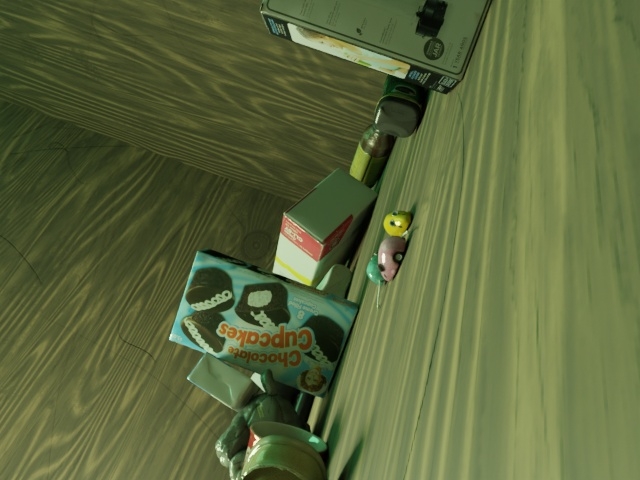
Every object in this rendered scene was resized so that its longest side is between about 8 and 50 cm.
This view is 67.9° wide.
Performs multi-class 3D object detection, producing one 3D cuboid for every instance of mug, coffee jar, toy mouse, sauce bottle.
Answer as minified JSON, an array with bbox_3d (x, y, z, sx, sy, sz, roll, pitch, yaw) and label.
[{"bbox_3d":[-0.067,0.353,0.642,0.150,0.113,0.169,88,-162,-83],"label":"mug"},{"bbox_3d":[0.174,-0.297,1.028,0.184,0.096,0.079,-69,-5,-47],"label":"coffee jar"},{"bbox_3d":[0.089,0.023,0.655,0.161,0.031,0.143,95,-166,-87],"label":"toy mouse"},{"bbox_3d":[0.181,-0.306,1.572,0.344,0.112,0.111,112,179,-59],"label":"sauce bottle"}]

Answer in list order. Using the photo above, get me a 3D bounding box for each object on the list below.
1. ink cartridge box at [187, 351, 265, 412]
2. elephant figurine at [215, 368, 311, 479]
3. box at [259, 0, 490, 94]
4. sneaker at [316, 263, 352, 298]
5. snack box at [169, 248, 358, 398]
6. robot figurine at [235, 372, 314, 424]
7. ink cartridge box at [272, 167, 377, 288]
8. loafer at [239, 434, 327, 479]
[{"bbox_3d":[-0.172,0.282,0.911,0.060,0.104,0.180,-57,-17,-21],"label":"ink cartridge box"},{"bbox_3d":[-0.093,0.393,0.872,0.186,0.169,0.239,-40,-30,-21],"label":"elephant figurine"},{"bbox_3d":[0.081,-0.340,0.669,0.087,0.290,0.169,-65,-7,-85],"label":"box"},{"bbox_3d":[0.004,0.194,1.292,0.256,0.094,0.151,-55,-6,-48],"label":"sneaker"},{"bbox_3d":[-0.109,0.157,0.920,0.060,0.322,0.187,-44,-27,-82],"label":"snack box"},{"bbox_3d":[-0.119,0.423,1.231,0.209,0.174,0.278,109,-178,-55],"label":"robot figurine"},{"bbox_3d":[0.000,0.000,1.534,0.279,0.160,0.384,-44,-17,-33],"label":"ink cartridge box"},{"bbox_3d":[-0.054,0.336,0.507,0.092,0.102,0.268,-73,-7,-75],"label":"loafer"}]
